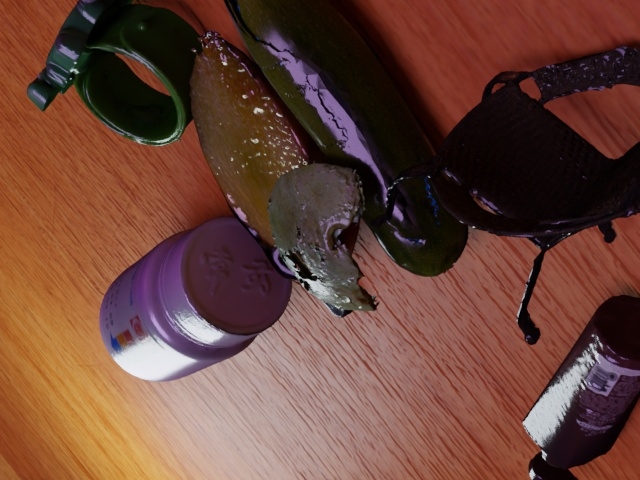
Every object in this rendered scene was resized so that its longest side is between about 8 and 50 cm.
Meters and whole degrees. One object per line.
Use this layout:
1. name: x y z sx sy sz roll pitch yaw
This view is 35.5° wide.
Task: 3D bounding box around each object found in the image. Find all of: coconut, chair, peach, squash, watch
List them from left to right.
1. watch: -0.184 -0.166 0.983 0.152 0.131 0.165 35 144 -9
2. peach: -0.039 -0.080 0.915 0.189 0.068 0.279 23 142 38
3. coconut: -0.001 0.004 0.831 0.133 0.055 0.158 20 141 44
4. squash: 0.017 -0.112 0.802 0.332 0.087 0.087 54 147 -8
5. chair: 0.146 -0.044 0.646 0.149 0.174 0.213 41 157 7

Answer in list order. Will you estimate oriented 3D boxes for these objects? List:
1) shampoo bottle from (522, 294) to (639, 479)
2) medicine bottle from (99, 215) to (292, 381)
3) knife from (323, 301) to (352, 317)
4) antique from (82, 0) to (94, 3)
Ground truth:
1. shampoo bottle: 0.220 0.139 0.826 0.068 0.067 0.236 46 149 25
2. medicine bottle: -0.142 0.068 1.111 0.152 0.152 0.254 53 146 -4
3. knife: -0.007 0.029 1.033 0.121 0.018 0.031 52 146 1
4. antique: -0.157 -0.270 0.852 0.183 0.088 0.086 -2 119 51
